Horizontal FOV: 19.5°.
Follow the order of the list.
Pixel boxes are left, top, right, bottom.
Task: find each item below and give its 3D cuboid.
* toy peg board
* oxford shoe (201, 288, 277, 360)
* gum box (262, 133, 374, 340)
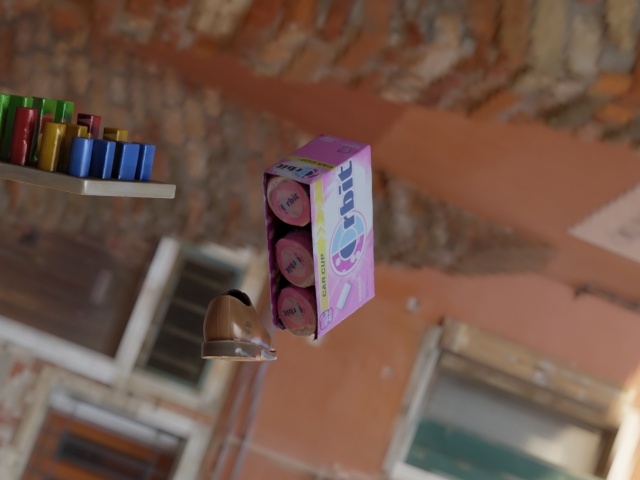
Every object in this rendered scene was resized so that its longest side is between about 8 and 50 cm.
[{"bbox_3d":[-0.244,-0.093,1.802,0.161,0.161,0.079,-1,101,-63],"label":"toy peg board"},{"bbox_3d":[-0.085,0.091,1.967,0.212,0.076,0.076,83,6,-83],"label":"oxford shoe"},{"bbox_3d":[0.000,0.000,1.903,0.107,0.062,0.188,-36,132,-46],"label":"gum box"}]
